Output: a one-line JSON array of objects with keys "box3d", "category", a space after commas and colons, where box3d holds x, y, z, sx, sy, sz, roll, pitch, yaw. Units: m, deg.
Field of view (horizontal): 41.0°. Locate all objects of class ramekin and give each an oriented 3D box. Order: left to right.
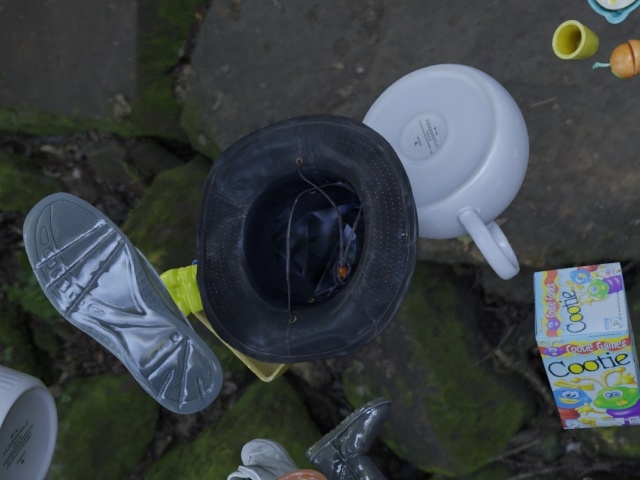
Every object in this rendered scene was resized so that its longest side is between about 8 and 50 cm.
[{"box3d": [-0.556, 0.343, 1.458, 0.127, 0.273, 0.273, 6, 117, 11], "category": "ramekin"}]

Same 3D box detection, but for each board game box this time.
[{"box3d": [0.461, 0.185, 1.456, 0.142, 0.144, 0.275, -9, 135, 21], "category": "board game box"}]

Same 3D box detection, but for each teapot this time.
[{"box3d": [0.184, -0.100, 1.171, 0.252, 0.187, 0.256, 15, 79, 38], "category": "teapot"}]

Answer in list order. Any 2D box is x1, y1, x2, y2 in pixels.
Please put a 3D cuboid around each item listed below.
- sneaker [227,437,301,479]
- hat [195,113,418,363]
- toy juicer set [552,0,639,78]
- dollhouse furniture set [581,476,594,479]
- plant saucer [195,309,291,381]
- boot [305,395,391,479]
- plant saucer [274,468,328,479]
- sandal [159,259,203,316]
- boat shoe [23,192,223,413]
[{"box3d": [-0.156, 0.549, 2.047, 0.292, 0.169, 0.108, 19, 95, 56], "category": "sneaker"}, {"box3d": [0.000, 0.000, 1.068, 0.331, 0.134, 0.331, -3, 85, 34], "category": "hat"}, {"box3d": [0.538, -0.432, 1.441, 0.209, 0.089, 0.329, 45, 123, 41], "category": "toy juicer set"}, {"box3d": [0.372, 0.539, 1.163, 0.394, 0.256, 0.362, 34, 100, -15], "category": "dollhouse furniture set"}, {"box3d": [-0.077, 0.105, 1.822, 0.333, 0.333, 0.081, 35, 174, 45], "category": "plant saucer"}, {"box3d": [0.096, 0.390, 1.414, 0.189, 0.076, 0.208, -42, 61, 3], "category": "boot"}, {"box3d": [-0.057, 0.456, 1.361, 0.200, 0.200, 0.037, -17, 121, 40], "category": "plant saucer"}, {"box3d": [-0.172, 0.069, 1.733, 0.317, 0.138, 0.126, -8, 98, 16], "category": "sandal"}, {"box3d": [-0.242, 0.079, 1.057, 0.320, 0.118, 0.103, 46, 170, 0], "category": "boat shoe"}]
